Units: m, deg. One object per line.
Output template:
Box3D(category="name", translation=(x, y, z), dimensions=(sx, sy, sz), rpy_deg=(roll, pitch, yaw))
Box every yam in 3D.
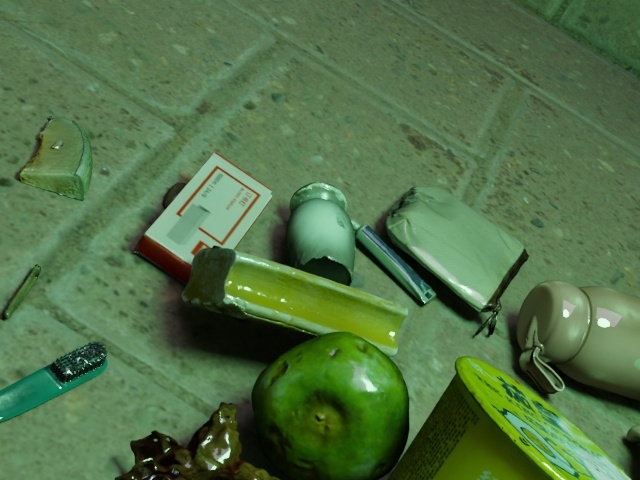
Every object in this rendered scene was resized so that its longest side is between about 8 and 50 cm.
Box3D(category="yam", translation=(-0.391, 0.068, 1.328), dimensions=(0.014, 0.014, 0.107), rpy_deg=(26, 36, -7))

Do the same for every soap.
Box3D(category="soap", translation=(-0.036, 0.089, 1.415), dimensions=(0.274, 0.173, 0.089), rpy_deg=(20, 80, -26))

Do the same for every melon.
Box3D(category="melon", translation=(-0.391, -0.138, 1.557), dimensions=(0.098, 0.054, 0.182), rpy_deg=(10, 38, -4))

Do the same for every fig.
Box3D(category="fig", translation=(0.028, 0.208, 1.330), dimensions=(0.206, 0.206, 0.275), rpy_deg=(38, 11, 9))

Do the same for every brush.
Box3D(category="brush", translation=(-0.332, 0.169, 1.235), dimensions=(0.043, 0.032, 0.193), rpy_deg=(44, 36, 16))

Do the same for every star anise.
Box3D(category="star anise", translation=(-0.106, 0.299, 1.125), dimensions=(0.237, 0.148, 0.346), rpy_deg=(29, 7, -23))

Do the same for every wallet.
Box3D(category="wallet", translation=(0.246, 0.013, 1.827), dimensions=(0.275, 0.068, 0.335), rpy_deg=(40, 30, 5))

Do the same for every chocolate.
Box3D(category="chocolate", translation=(-0.196, -0.059, 1.609), dimensions=(0.100, 0.031, 0.064), rpy_deg=(27, 40, -9))

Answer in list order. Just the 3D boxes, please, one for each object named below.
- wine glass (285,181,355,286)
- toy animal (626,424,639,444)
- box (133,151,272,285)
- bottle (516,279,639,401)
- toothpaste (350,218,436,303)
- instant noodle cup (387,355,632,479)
Box3D(category="wine glass", translation=(0.000, 0.000, 1.613), dimensions=(0.111, 0.111, 0.204), rpy_deg=(19, 36, -17))
Box3D(category="toy animal", translation=(0.654, 0.359, 1.596), dimensions=(0.326, 0.237, 0.269), rpy_deg=(-9, 61, -48))
Box3D(category="box", translation=(-0.172, -0.031, 1.543), dimensions=(0.123, 0.050, 0.229), rpy_deg=(35, 45, -2))
Box3D(category="bottle", translation=(0.480, 0.181, 1.713), dimensions=(0.296, 0.173, 0.206), rpy_deg=(19, 71, -18))
Box3D(category="toothpaste", translation=(0.119, 0.033, 1.726), dimensions=(0.197, 0.035, 0.057), rpy_deg=(44, 28, 10))
Box3D(category="instant noodle cup", translation=(0.208, 0.332, 1.180), dimensions=(0.325, 0.254, 0.325), rpy_deg=(38, 9, -7))
